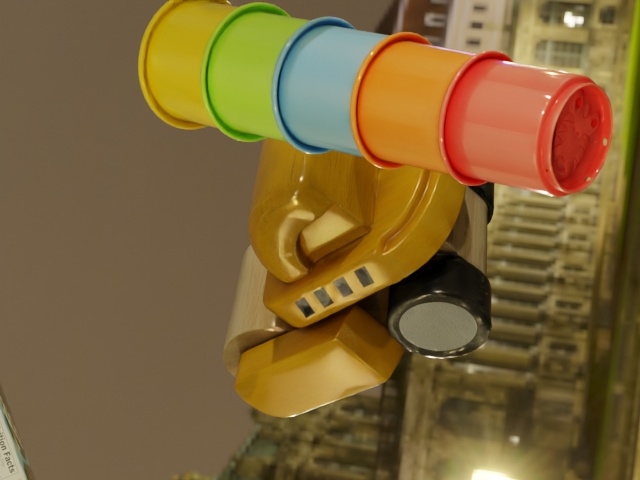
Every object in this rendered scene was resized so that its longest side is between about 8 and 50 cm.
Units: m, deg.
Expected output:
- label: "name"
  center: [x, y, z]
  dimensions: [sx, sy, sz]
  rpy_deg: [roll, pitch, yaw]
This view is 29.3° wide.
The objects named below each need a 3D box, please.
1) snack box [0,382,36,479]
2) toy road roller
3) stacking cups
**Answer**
- label: "snack box"
  center: [-0.302, 0.273, 0.977]
  dimensions: [0.060, 0.187, 0.322]
  rpy_deg: [111, 137, -76]
- label: "toy road roller"
  center: [0.000, 0.000, 1.165]
  dimensions: [0.240, 0.329, 0.202]
  rpy_deg: [38, -139, -30]
- label: "stacking cups"
  center: [0.020, -0.081, 0.725]
  dimensions: [0.096, 0.316, 0.096]
  rpy_deg: [-19, -62, -39]
